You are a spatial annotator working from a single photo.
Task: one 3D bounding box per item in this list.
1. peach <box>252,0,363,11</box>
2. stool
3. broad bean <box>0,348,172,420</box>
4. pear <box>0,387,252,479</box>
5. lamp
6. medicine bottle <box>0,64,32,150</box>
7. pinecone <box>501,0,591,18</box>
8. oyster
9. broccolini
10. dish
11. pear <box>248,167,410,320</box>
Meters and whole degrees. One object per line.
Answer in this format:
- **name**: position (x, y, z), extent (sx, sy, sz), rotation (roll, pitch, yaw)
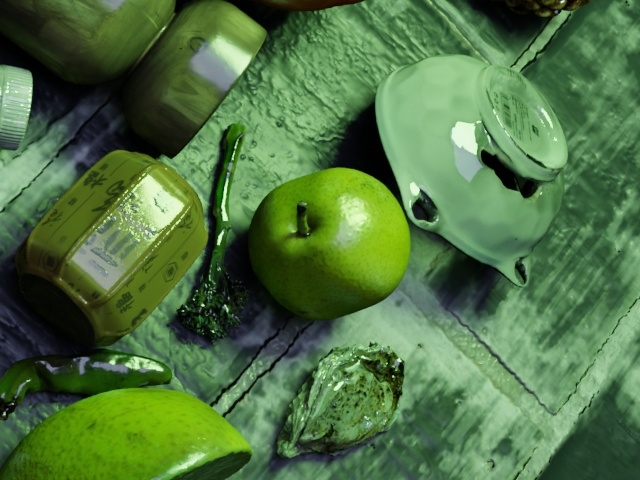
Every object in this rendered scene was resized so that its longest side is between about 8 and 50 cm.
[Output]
- **peach**: position (-0.076, -0.388, 1.616), extent (0.380, 0.306, 0.242), rotation (22, 71, -8)
- **stool**: position (-0.214, -0.235, 1.578), extent (0.264, 0.179, 0.179), rotation (37, 63, -11)
- **broad bean**: position (-0.252, 0.142, 1.526), extent (0.195, 0.046, 0.061), rotation (-10, 67, -31)
- **pear**: position (-0.199, 0.214, 1.422), extent (0.288, 0.239, 0.139), rotation (-21, 85, -29)
- **lamp**: position (-0.216, 0.008, 1.522), extent (0.161, 0.161, 0.185), rotation (43, 60, -8)
- **medicine bottle**: position (-0.400, -0.151, 1.517), extent (0.188, 0.088, 0.132), rotation (9, 72, -22)
- **pinecone**: position (0.272, -0.397, 1.844), extent (0.221, 0.221, 0.221), rotation (7, 73, -23)
- **oyster**: position (0.026, 0.177, 1.643), extent (0.177, 0.064, 0.125), rotation (-8, 94, -37)
- **broccolini**: position (-0.105, -0.014, 1.637), extent (0.071, 0.057, 0.254), rotation (32, 61, -56)
- **dish**: position (0.197, -0.111, 1.704), extent (0.303, 0.120, 0.303), rotation (32, 39, -30)
- **pear**: position (0.000, 0.000, 1.593), extent (0.216, 0.180, 0.166), rotation (25, 65, -66)
